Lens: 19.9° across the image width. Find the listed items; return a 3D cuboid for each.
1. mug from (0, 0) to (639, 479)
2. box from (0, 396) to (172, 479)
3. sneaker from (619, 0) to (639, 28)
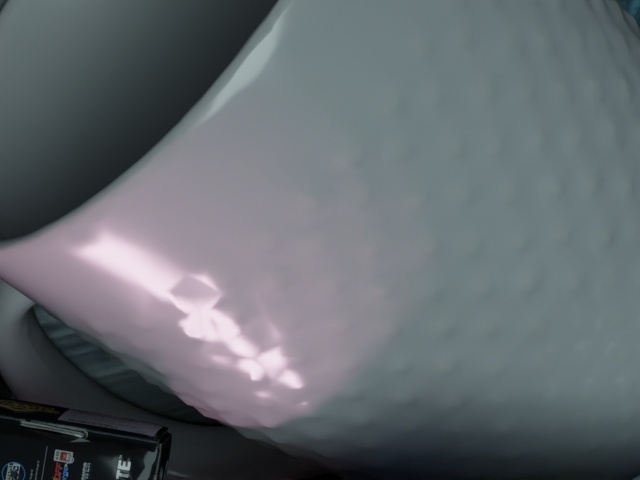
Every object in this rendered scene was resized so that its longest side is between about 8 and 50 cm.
[{"bbox_3d":[0.000,0.000,0.879,0.374,0.276,0.328,-36,123,28],"label":"mug"},{"bbox_3d":[-0.170,0.179,0.815,0.175,0.051,0.220,9,90,1],"label":"box"},{"bbox_3d":[0.284,-0.024,0.965,0.366,0.150,0.135,33,98,-11],"label":"sneaker"}]
